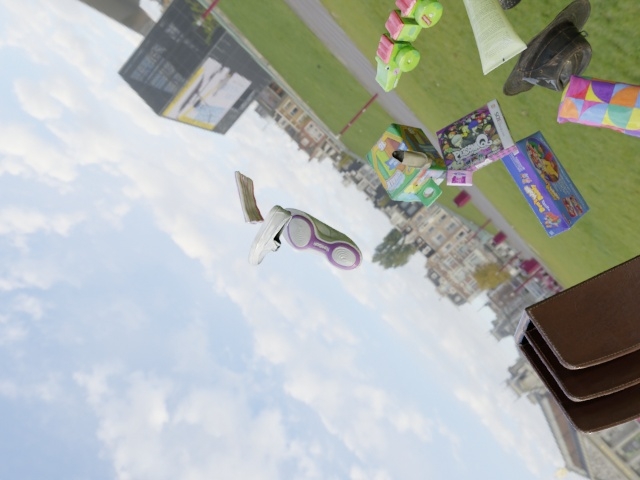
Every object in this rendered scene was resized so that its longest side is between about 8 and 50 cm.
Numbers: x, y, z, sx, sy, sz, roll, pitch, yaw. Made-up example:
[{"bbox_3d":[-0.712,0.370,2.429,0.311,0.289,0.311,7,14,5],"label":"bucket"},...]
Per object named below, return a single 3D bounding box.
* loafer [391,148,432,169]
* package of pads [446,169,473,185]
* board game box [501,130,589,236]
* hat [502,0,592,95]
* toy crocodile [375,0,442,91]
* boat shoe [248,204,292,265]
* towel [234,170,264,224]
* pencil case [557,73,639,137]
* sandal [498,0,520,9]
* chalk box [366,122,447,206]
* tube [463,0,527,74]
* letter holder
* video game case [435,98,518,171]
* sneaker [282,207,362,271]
[{"bbox_3d":[0.285,-0.258,1.579,0.050,0.056,0.148,-6,-162,-44],"label":"loafer"},{"bbox_3d":[0.452,-0.204,1.615,0.083,0.050,0.032,3,-179,10],"label":"package of pads"},{"bbox_3d":[0.809,-0.211,1.793,0.233,0.078,0.347,-26,-96,-42],"label":"board game box"},{"bbox_3d":[0.701,-0.523,1.460,0.134,0.331,0.331,50,-166,19],"label":"hat"},{"bbox_3d":[0.211,-0.545,1.281,0.105,0.341,0.115,-9,-124,-26],"label":"toy crocodile"},{"bbox_3d":[-0.131,-0.003,1.321,0.063,0.184,0.066,32,-168,13],"label":"boat shoe"},{"bbox_3d":[-0.200,-0.118,1.406,0.197,0.029,0.144,-22,-83,-88],"label":"towel"},{"bbox_3d":[0.574,-0.243,0.930,0.236,0.105,0.104,21,-176,22],"label":"pencil case"},{"bbox_3d":[0.539,-0.692,1.345,0.067,0.179,0.040,48,-176,-46],"label":"sandal"},{"bbox_3d":[0.334,-0.258,1.822,0.179,0.180,0.289,-2,-127,-40],"label":"chalk box"},{"bbox_3d":[0.355,-0.465,1.055,0.070,0.062,0.240,101,162,-61],"label":"tube"},{"bbox_3d":[0.531,0.170,0.850,0.152,0.301,0.215,70,175,-57],"label":"letter holder"},{"bbox_3d":[0.519,-0.337,1.678,0.041,0.232,0.210,31,-137,-44],"label":"video game case"},{"bbox_3d":[0.000,0.000,1.585,0.305,0.114,0.152,33,-169,9],"label":"sneaker"}]
